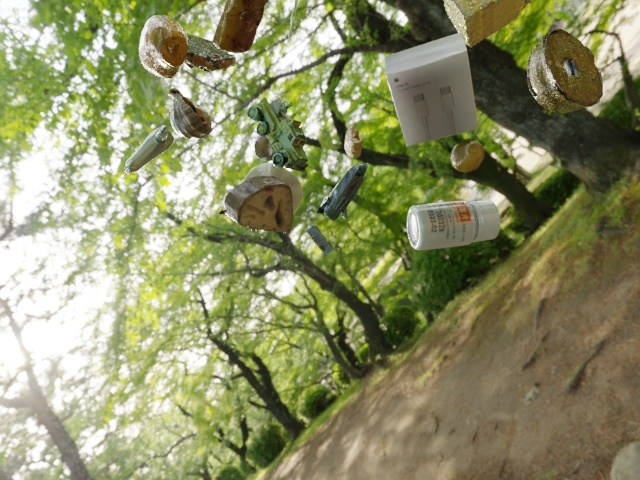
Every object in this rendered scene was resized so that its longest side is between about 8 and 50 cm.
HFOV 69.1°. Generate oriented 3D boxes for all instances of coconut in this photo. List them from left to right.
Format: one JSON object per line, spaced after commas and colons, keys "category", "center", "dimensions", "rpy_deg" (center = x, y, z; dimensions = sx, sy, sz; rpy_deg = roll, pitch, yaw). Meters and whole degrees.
{"category": "coconut", "center": [-0.230, -0.228, 2.264], "dimensions": [0.322, 0.323, 0.323], "rpy_deg": [-58, -3, -5]}

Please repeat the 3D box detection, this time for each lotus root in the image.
{"category": "lotus root", "center": [-0.161, -0.104, 1.360], "dimensions": [0.261, 0.075, 0.170], "rpy_deg": [2, -65, -51]}

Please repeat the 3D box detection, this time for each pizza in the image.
{"category": "pizza", "center": [0.139, -0.410, 1.953], "dimensions": [0.271, 0.056, 0.134], "rpy_deg": [119, 149, -85]}

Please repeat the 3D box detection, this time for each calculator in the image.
{"category": "calculator", "center": [0.000, 0.000, 2.162], "dimensions": [0.057, 0.172, 0.018], "rpy_deg": [-33, 31, 8]}

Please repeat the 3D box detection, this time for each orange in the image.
{"category": "orange", "center": [0.389, -0.224, 1.238], "dimensions": [0.085, 0.085, 0.095], "rpy_deg": [-58, 10, -12]}

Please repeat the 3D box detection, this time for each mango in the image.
{"category": "mango", "center": [-0.513, -0.636, 1.527], "dimensions": [0.359, 0.144, 0.186], "rpy_deg": [10, 109, 62]}

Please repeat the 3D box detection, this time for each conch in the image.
{"category": "conch", "center": [-0.589, -0.531, 2.055], "dimensions": [0.159, 0.210, 0.291], "rpy_deg": [-35, -33, 12]}

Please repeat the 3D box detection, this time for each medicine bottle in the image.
{"category": "medicine bottle", "center": [0.401, -0.049, 1.414], "dimensions": [0.144, 0.252, 0.144], "rpy_deg": [176, 90, -84]}

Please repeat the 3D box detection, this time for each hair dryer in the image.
{"category": "hair dryer", "center": [-0.555, -0.321, 1.545], "dimensions": [0.237, 0.075, 0.206], "rpy_deg": [-17, 32, 56]}

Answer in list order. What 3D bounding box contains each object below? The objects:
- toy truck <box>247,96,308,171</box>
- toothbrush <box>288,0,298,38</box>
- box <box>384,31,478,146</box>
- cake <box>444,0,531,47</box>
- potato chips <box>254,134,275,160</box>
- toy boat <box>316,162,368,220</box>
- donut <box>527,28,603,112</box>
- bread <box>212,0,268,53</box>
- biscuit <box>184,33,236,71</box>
{"category": "toy truck", "center": [-0.117, -0.352, 1.507], "dimensions": [0.135, 0.259, 0.128], "rpy_deg": [-31, -16, 29]}
{"category": "toothbrush", "center": [-0.119, -1.008, 2.076], "dimensions": [0.026, 0.022, 0.262], "rpy_deg": [123, 157, -67]}
{"category": "box", "center": [0.300, -0.395, 1.246], "dimensions": [0.251, 0.204, 0.106], "rpy_deg": [61, -154, -45]}
{"category": "cake", "center": [0.602, -0.891, 1.661], "dimensions": [0.286, 0.227, 0.222], "rpy_deg": [-29, -14, 16]}
{"category": "potato chips", "center": [-0.193, -0.408, 1.821], "dimensions": [0.049, 0.150, 0.201], "rpy_deg": [32, -108, -59]}
{"category": "toy boat", "center": [0.095, -0.175, 1.665], "dimensions": [0.246, 0.103, 0.093], "rpy_deg": [-54, 23, 12]}
{"category": "donut", "center": [0.754, -0.518, 1.453], "dimensions": [0.272, 0.272, 0.107], "rpy_deg": [-57, 12, -27]}
{"category": "bread", "center": [-0.208, -0.647, 1.284], "dimensions": [0.139, 0.077, 0.271], "rpy_deg": [-28, -20, -50]}
{"category": "biscuit", "center": [-0.504, -0.750, 1.853], "dimensions": [0.289, 0.334, 0.081], "rpy_deg": [-48, -18, -58]}
